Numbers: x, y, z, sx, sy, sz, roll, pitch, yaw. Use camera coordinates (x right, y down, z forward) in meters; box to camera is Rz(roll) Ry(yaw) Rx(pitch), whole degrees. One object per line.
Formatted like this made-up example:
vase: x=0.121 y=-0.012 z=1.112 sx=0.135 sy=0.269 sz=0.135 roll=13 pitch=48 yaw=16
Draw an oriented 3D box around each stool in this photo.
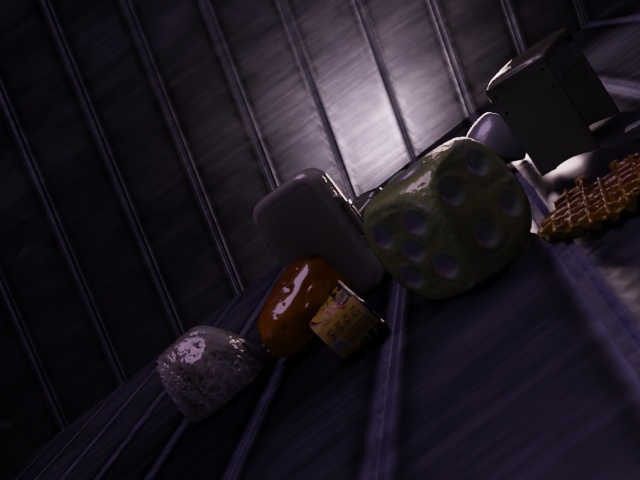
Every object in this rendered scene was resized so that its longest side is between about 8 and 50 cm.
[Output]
stool: x=0.581 y=-0.349 z=1.736 sx=0.170 sy=0.270 sz=0.243 roll=-29 pitch=11 yaw=43

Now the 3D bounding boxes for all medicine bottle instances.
medicine bottle: x=0.000 y=0.000 z=1.925 sx=0.282 sy=0.375 sz=0.123 roll=-33 pitch=4 yaw=28

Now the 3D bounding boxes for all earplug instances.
earplug: x=0.452 y=-0.239 z=2.038 sx=0.325 sy=0.175 sz=0.214 roll=-38 pitch=14 yaw=2

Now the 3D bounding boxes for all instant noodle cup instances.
instant noodle cup: x=0.054 y=0.176 z=1.512 sx=0.122 sy=0.151 sz=0.151 roll=-45 pitch=7 yaw=-2

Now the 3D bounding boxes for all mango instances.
mango: x=-0.054 y=0.175 z=1.826 sx=0.201 sy=0.152 sz=0.287 roll=15 pitch=67 yaw=56

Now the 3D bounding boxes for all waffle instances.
waffle: x=0.507 y=-0.079 z=1.249 sx=0.228 sy=0.051 sz=0.231 roll=-39 pitch=8 yaw=-16

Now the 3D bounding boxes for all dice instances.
dice: x=0.259 y=-0.046 z=1.448 sx=0.252 sy=0.250 sz=0.254 roll=-41 pitch=8 yaw=-34

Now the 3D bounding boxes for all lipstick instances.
lipstick: x=0.707 y=-0.254 z=1.462 sx=0.129 sy=0.030 sz=0.030 roll=-31 pitch=9 yaw=41

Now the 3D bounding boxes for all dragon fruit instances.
dragon fruit: x=-0.302 y=0.335 z=1.949 sx=0.204 sy=0.221 sz=0.283 roll=-41 pitch=3 yaw=21

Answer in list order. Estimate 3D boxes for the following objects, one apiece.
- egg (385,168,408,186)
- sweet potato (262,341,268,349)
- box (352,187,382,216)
egg: x=0.292 y=-0.146 z=2.265 sx=0.168 sy=0.168 sz=0.231 roll=-32 pitch=6 yaw=36
sweet potato: x=-0.158 y=0.284 z=2.156 sx=0.059 sy=0.067 sz=0.281 roll=4 pitch=2 yaw=-8
box: x=0.174 y=-0.040 z=2.025 sx=0.129 sy=0.210 sz=0.148 roll=-48 pitch=12 yaw=-22
